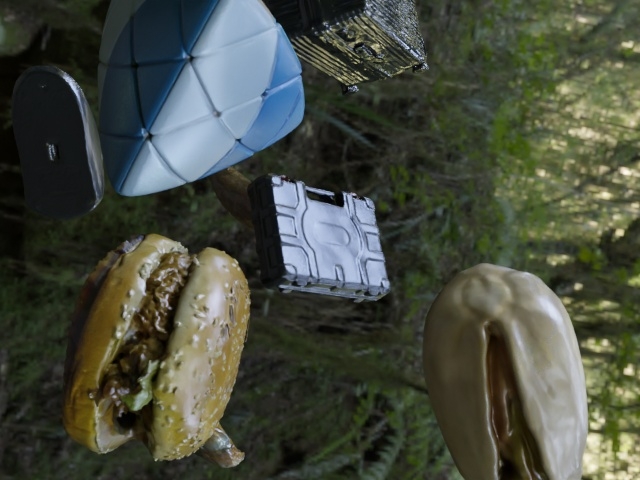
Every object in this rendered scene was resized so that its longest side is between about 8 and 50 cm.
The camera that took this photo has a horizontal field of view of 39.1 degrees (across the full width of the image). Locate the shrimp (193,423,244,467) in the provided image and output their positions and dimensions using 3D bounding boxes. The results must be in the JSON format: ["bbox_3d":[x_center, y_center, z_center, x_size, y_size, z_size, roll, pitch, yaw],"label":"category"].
[{"bbox_3d":[-0.207,0.219,1.249,0.317,0.062,0.164,22,-34,56],"label":"shrimp"}]

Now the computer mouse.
[{"bbox_3d":[-0.452,-0.171,1.557,0.086,0.138,0.269,-85,171,-73],"label":"computer mouse"}]

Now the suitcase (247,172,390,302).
[{"bbox_3d":[0.000,0.000,1.601,0.066,0.286,0.206,-26,-115,39],"label":"suitcase"}]

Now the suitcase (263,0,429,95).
[{"bbox_3d":[0.027,-0.356,1.273,0.335,0.152,0.229,5,71,-69],"label":"suitcase"}]

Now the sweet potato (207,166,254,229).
[{"bbox_3d":[-0.141,-0.079,1.767,0.292,0.097,0.097,26,-70,36],"label":"sweet potato"}]

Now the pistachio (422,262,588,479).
[{"bbox_3d":[0.223,0.176,1.097,0.187,0.188,0.299,-163,-117,-78],"label":"pistachio"}]

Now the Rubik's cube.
[{"bbox_3d":[-0.134,-0.210,0.907,0.254,0.255,0.254,-170,-90,-78],"label":"Rubik's cube"}]

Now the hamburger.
[{"bbox_3d":[-0.124,0.093,0.726,0.181,0.118,0.191,-65,173,-45],"label":"hamburger"}]
